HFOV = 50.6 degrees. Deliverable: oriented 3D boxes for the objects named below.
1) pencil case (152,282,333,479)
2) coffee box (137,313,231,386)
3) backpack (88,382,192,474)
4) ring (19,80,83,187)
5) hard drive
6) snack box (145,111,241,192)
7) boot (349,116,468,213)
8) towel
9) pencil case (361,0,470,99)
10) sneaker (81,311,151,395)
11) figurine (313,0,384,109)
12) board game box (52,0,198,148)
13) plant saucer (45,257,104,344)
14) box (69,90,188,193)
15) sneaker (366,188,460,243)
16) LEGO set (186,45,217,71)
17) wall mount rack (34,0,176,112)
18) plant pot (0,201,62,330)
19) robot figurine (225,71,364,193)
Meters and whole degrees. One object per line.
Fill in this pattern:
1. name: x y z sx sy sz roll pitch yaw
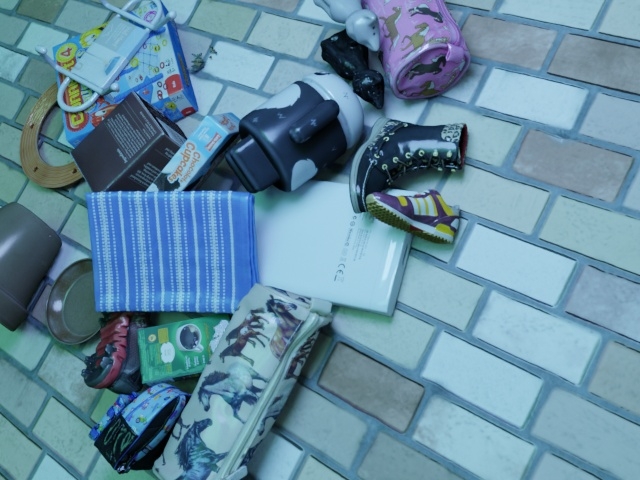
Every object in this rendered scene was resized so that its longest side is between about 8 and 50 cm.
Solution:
1. pencil case: -0.129 0.266 1.203 0.183 0.160 0.411 22 81 46
2. coffee box: -0.258 0.213 1.318 0.184 0.040 0.113 -12 65 -4
3. backpack: -0.322 0.338 1.272 0.117 0.158 0.173 36 87 24
4. ring: -0.633 -0.286 1.729 0.336 0.032 0.337 -9 69 23
5. hard drive: 0.000 0.000 1.308 0.352 0.047 0.233 9 75 28
6. snack box: -0.284 -0.121 1.383 0.060 0.187 0.322 41 104 -4
7. boot: 0.161 -0.141 1.231 0.178 0.085 0.236 5 49 24
8. towel: -0.283 0.027 1.299 0.335 0.040 0.243 0 102 7
9. pencil case: 0.166 -0.462 1.337 0.160 0.167 0.386 -13 65 -4
10. sneaker: -0.389 0.201 1.394 0.097 0.135 0.276 -28 38 28
11. figurine: 0.068 -0.388 1.305 0.092 0.215 0.209 -21 50 -8
12. board game box: -0.475 -0.393 1.633 0.301 0.086 0.308 -22 63 6
13. plant saucer: -0.529 0.138 1.517 0.198 0.036 0.199 -9 68 23
14. box: -0.400 -0.180 1.496 0.203 0.168 0.167 -42 59 5
15. sneaker: 0.163 -0.060 1.190 0.069 0.185 0.084 -5 64 61
16. LEGO set: -0.283 -0.430 1.623 0.083 0.023 0.054 -21 65 3
17. wall mount rack: -0.470 -0.441 1.530 0.304 0.130 0.350 29 78 25
18. plant pot: -0.729 0.039 1.550 0.263 0.263 0.229 24 65 31
19. robot figurine: -0.048 -0.208 1.310 0.278 0.174 0.209 -37 49 -13
